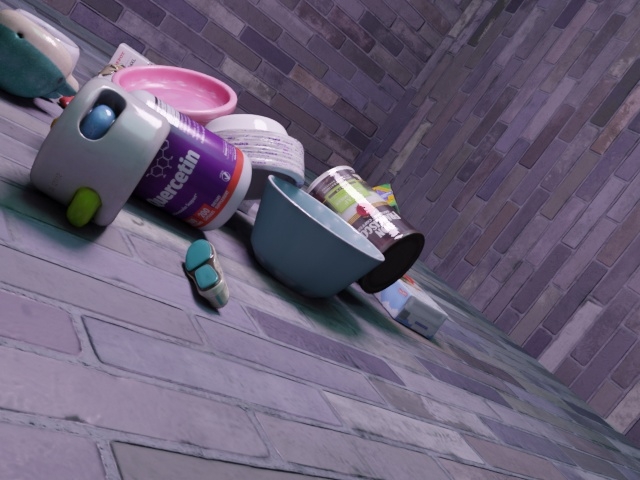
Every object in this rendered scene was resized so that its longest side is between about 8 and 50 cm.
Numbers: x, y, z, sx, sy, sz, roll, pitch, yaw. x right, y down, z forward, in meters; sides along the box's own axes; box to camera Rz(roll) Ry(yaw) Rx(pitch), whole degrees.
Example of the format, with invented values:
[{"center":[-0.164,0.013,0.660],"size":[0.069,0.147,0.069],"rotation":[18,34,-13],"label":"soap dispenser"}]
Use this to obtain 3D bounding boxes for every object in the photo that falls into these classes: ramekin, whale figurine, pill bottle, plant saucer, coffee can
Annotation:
[{"center":[-0.707,-0.484,1.657],"size":[0.207,0.109,0.207],"rotation":[35,9,-6],"label":"ramekin"},{"center":[-0.608,-0.350,1.364],"size":[0.216,0.141,0.272],"rotation":[35,-16,-10],"label":"whale figurine"},{"center":[-0.302,-0.159,1.253],"size":[0.323,0.181,0.181],"rotation":[30,10,-32],"label":"pill bottle"},{"center":[-0.396,-0.379,1.793],"size":[0.332,0.084,0.332],"rotation":[11,31,-7],"label":"plant saucer"},{"center":[0.098,-0.029,1.687],"size":[0.275,0.201,0.201],"rotation":[46,12,28],"label":"coffee can"}]

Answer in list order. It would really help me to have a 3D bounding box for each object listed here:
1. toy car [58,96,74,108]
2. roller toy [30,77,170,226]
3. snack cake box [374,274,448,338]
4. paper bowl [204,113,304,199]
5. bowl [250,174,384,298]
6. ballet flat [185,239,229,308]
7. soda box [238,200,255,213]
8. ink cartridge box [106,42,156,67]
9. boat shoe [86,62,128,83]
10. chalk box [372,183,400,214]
[{"center":[-0.520,-0.311,1.637],"size":[0.239,0.053,0.225],"rotation":[32,10,-26],"label":"toy car"},{"center":[-0.327,-0.134,0.977],"size":[0.146,0.191,0.209],"rotation":[33,9,-15],"label":"roller toy"},{"center":[0.237,0.162,1.932],"size":[0.152,0.089,0.264],"rotation":[29,10,-27],"label":"snack cake box"},{"center":[-0.179,-0.199,1.572],"size":[0.284,0.148,0.284],"rotation":[-1,-13,0],"label":"paper bowl"},{"center":[-0.029,0.012,1.451],"size":[0.311,0.163,0.311],"rotation":[34,9,-6],"label":"bowl"},{"center":[-0.180,0.056,1.053],"size":[0.052,0.057,0.168],"rotation":[63,-2,-30],"label":"ballet flat"},{"center":[-0.242,-0.159,1.835],"size":[0.069,0.074,0.216],"rotation":[29,11,-36],"label":"soda box"},{"center":[-0.593,-0.518,2.145],"size":[0.203,0.148,0.086],"rotation":[32,11,-18],"label":"ink cartridge box"},{"center":[-0.612,-0.467,1.947],"size":[0.113,0.103,0.302],"rotation":[32,10,-22],"label":"boat shoe"},{"center":[0.155,-0.026,1.938],"size":[0.289,0.179,0.180],"rotation":[-85,157,-70],"label":"chalk box"}]
